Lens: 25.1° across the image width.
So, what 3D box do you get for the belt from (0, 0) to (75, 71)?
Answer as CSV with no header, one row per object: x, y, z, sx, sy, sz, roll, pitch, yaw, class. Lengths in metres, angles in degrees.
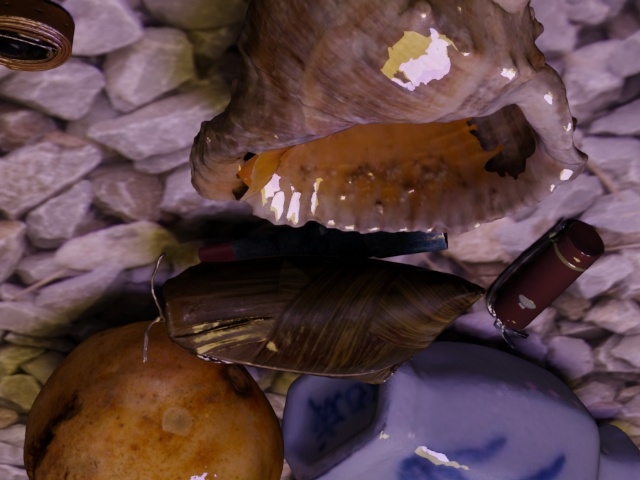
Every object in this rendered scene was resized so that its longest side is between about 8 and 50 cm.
-0.237,-0.162,1.133,0.083,0.036,0.059,11,138,-16,belt

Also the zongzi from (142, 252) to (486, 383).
-0.013,0.051,1.246,0.247,0.111,0.241,8,161,-17,zongzi

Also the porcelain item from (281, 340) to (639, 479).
0.161,0.235,1.527,0.405,0.179,0.242,24,131,-36,porcelain item

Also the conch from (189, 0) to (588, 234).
0.056,-0.135,1.086,0.297,0.210,0.352,34,150,-27,conch

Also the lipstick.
0.000,0.000,1.341,0.234,0.053,0.053,-9,139,8,lipstick

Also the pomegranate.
-0.162,0.206,1.414,0.260,0.260,0.260,-3,139,-3,pomegranate

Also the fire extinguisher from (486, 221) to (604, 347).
0.215,0.044,1.420,0.064,0.043,0.158,38,129,-3,fire extinguisher
